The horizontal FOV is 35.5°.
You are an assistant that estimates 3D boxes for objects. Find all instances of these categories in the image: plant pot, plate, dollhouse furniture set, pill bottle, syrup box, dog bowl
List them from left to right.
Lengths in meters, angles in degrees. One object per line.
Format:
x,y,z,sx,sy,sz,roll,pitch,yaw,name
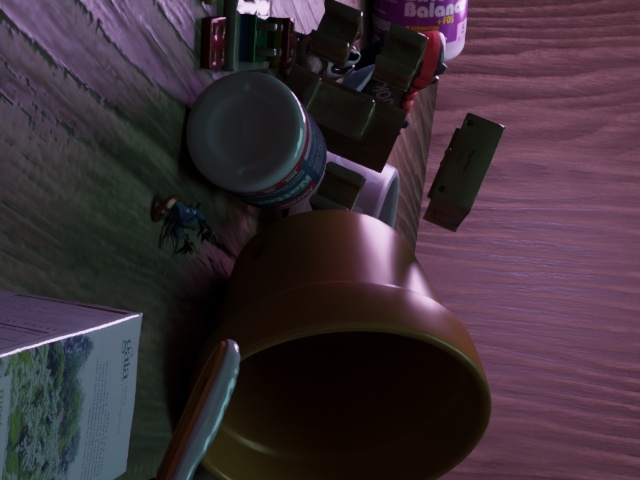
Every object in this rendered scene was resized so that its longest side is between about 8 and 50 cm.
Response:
-0.171,0.083,0.457,0.237,0.096,0.093,-12,110,-79,syrup box
-0.051,-0.085,0.946,0.180,0.108,0.108,32,65,-78,pill bottle
0.010,-0.156,1.249,0.188,0.024,0.188,-50,-177,4,plate
0.012,0.106,1.012,0.203,0.290,0.291,-95,180,-45,plant pot
0.020,0.045,1.304,0.349,0.102,0.349,14,90,-81,dog bowl
0.067,-0.112,1.121,0.161,0.242,0.212,63,51,-83,dollhouse furniture set
0.173,-0.470,1.717,0.169,0.169,0.302,-68,160,-55,pill bottle

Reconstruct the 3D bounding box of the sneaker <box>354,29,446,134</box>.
0.109,-0.266,1.705,0.276,0.135,0.098,123,-27,-57,sneaker

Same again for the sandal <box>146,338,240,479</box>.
-0.139,0.186,0.728,0.102,0.076,0.265,138,-25,-71,sandal

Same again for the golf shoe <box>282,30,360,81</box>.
0.008,-0.216,1.239,0.186,0.086,0.068,-17,110,-80,golf shoe

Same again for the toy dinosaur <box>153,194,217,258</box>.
-0.122,-0.020,0.857,0.082,0.047,0.090,70,-6,-48,toy dinosaur

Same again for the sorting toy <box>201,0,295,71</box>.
-0.057,-0.235,0.994,0.274,0.046,0.132,-40,135,-74,sorting toy
